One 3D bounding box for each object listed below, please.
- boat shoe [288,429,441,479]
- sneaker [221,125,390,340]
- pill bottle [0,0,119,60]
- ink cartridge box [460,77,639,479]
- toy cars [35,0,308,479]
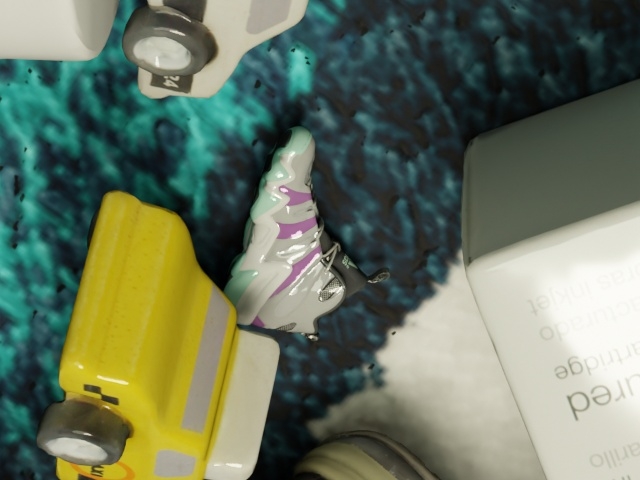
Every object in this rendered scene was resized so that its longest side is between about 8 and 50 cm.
[{"bbox_3d":[0.067,0.235,0.799,0.130,0.355,0.132,-30,141,-18],"label":"boat shoe"},{"bbox_3d":[0.000,0.000,0.866,0.069,0.038,0.098,18,119,-5],"label":"sneaker"},{"bbox_3d":[-0.259,-0.161,0.728,0.362,0.210,0.210,4,110,2],"label":"pill bottle"},{"bbox_3d":[0.253,0.106,0.820,0.279,0.160,0.385,-20,108,11],"label":"ink cartridge box"},{"bbox_3d":[-0.043,-0.033,0.780,0.087,0.176,0.394,12,110,-2],"label":"toy cars"}]
